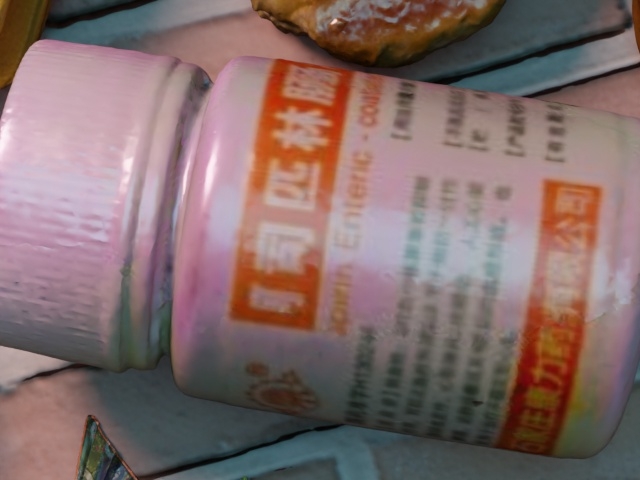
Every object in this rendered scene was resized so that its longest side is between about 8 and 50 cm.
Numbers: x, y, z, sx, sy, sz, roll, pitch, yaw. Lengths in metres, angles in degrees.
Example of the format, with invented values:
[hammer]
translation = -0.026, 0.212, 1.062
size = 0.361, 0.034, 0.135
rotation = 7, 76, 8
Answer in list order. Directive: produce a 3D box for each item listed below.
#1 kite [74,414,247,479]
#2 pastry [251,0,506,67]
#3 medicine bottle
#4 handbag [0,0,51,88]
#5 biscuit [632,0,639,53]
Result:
[kite]
translation = -0.113, 0.205, 1.210
size = 0.159, 0.010, 0.190
rotation = -40, 87, -3
[pastry]
translation = 0.036, -0.229, 1.200
size = 0.218, 0.100, 0.229
rotation = -33, 90, 2
[medicine bottle]
translation = 0.000, 0.000, 1.123
size = 0.388, 0.219, 0.219
rotation = 10, 85, 2
[handbag]
translation = -0.284, -0.304, 1.149
size = 0.283, 0.133, 0.401
rotation = 20, 107, 12
[biscuit]
translation = 0.314, -0.152, 1.221
size = 0.212, 0.036, 0.212
rotation = 0, 87, 0
